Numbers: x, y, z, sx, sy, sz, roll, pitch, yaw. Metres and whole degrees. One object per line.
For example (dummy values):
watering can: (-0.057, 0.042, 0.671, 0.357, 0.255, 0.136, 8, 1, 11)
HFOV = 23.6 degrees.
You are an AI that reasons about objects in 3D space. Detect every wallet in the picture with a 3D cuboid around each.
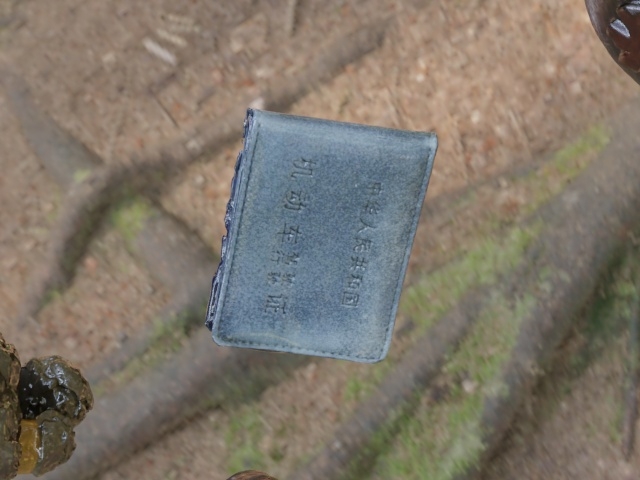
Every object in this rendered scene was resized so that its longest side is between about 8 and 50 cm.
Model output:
wallet: (0.000, 0.001, 1.295, 0.167, 0.222, 0.036, 8, 26, -11)

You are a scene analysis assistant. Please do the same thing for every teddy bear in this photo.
teddy bear: (-0.249, 0.106, 1.029, 0.177, 0.190, 0.140, 41, 81, -4)

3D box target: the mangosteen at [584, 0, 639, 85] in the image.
mangosteen: (0.427, -0.279, 1.500, 0.347, 0.307, 0.307, -37, 50, -22)

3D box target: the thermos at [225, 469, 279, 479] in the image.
thermos: (-0.004, 0.279, 1.346, 0.232, 0.124, 0.099, 15, 96, 51)
